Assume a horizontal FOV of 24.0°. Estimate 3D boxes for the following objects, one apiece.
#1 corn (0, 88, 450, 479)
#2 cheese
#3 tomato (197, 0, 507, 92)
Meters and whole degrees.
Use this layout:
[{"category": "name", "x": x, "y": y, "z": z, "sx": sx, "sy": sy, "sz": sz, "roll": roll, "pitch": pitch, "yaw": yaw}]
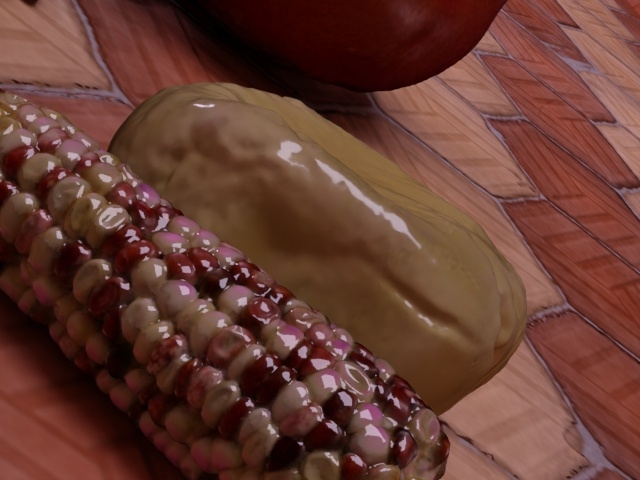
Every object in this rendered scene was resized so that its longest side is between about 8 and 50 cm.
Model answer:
[{"category": "corn", "x": -0.062, "y": 0.031, "z": 0.631, "sx": 0.280, "sy": 0.092, "sz": 0.092, "roll": 42, "pitch": 20, "yaw": 11}, {"category": "cheese", "x": 0.000, "y": 0.000, "z": 0.777, "sx": 0.226, "sy": 0.117, "sz": 0.214, "roll": 40, "pitch": 13, "yaw": 10}, {"category": "tomato", "x": -0.010, "y": -0.218, "z": 1.141, "sx": 0.289, "sy": 0.176, "sz": 0.335, "roll": 28, "pitch": 6, "yaw": 35}]
